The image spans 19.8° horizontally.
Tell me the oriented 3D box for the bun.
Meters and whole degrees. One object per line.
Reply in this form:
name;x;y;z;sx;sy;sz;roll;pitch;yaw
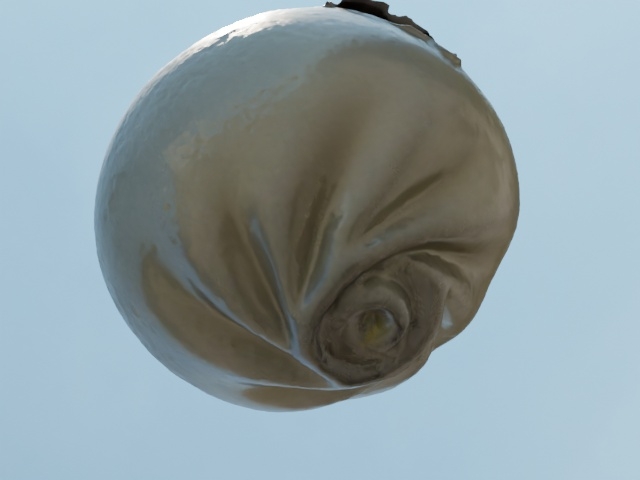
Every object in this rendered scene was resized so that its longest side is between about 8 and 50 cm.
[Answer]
bun;0.000;0.000;0.714;0.172;0.120;0.173;-15;-43;-15
